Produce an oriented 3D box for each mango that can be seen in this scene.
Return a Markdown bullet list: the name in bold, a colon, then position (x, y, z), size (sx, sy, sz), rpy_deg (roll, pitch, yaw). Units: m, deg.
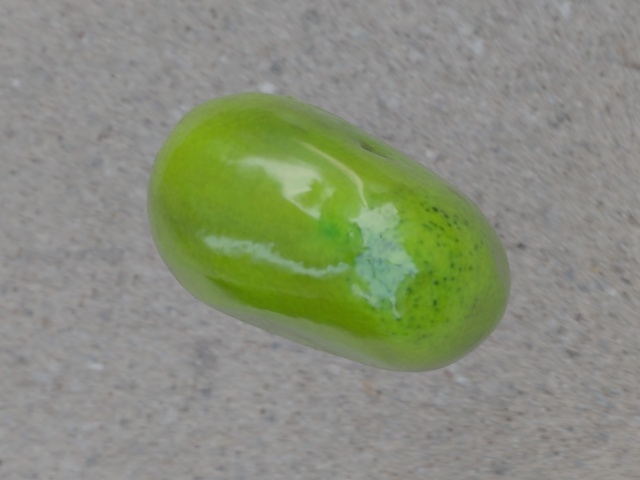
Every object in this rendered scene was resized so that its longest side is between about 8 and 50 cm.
- **mango**: position (0.003, 0.003, 0.628), size (0.163, 0.117, 0.089), rpy_deg (31, 82, 37)
